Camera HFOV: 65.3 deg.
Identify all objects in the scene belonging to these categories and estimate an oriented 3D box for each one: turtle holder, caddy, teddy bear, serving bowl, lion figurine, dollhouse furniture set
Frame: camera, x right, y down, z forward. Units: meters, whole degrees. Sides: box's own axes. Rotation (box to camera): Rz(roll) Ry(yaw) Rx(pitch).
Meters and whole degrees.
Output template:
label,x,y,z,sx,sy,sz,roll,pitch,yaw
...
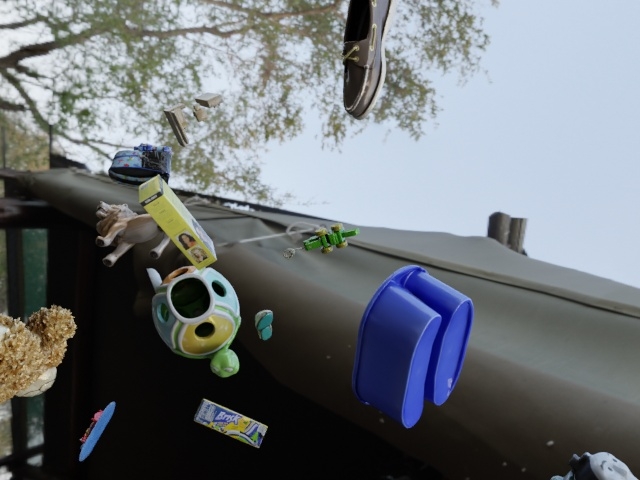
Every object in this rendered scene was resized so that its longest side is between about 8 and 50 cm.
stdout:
label,x,y,z,sx,sy,sz,roll,pitch,yaw
turtle holder,-0.346,0.221,1.387,0.227,0.243,0.320,107,-19,-66
caddy,0.184,0.223,1.081,0.179,0.241,0.341,26,-60,39
teddy bear,-0.464,0.191,0.733,0.113,0.245,0.338,39,-33,-7
serving bowl,-0.485,0.119,1.475,0.083,0.027,0.083,53,-26,39
lion figurine,-0.538,-0.044,1.545,0.392,0.240,0.142,-4,-59,14
dollhouse furniture set,-0.383,-0.379,1.584,0.144,0.151,0.123,29,-36,52

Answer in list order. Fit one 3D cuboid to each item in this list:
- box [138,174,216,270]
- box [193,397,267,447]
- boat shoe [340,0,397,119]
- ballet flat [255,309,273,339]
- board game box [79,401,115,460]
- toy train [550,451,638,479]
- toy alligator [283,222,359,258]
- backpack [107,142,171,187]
label,x,y,z,sx,sy,sz,roll,pitch,yaw
box,-0.333,-0.038,1.181,0.058,0.232,0.087,-31,-142,1
box,-0.215,0.436,1.196,0.054,0.169,0.059,-66,-173,-20
boat shoe,0.096,-0.452,1.177,0.116,0.097,0.324,13,-89,52
ballet flat,-0.174,0.240,1.474,0.052,0.057,0.168,51,-27,26
board game box,-0.638,0.527,1.401,0.133,0.033,0.168,116,-3,-59
toy train,0.396,0.471,0.755,0.190,0.142,0.334,41,-55,30
toy alligator,0.000,0.000,1.200,0.051,0.190,0.056,-112,-176,-75
backpack,-0.543,-0.223,1.505,0.158,0.173,0.117,144,-53,-67
